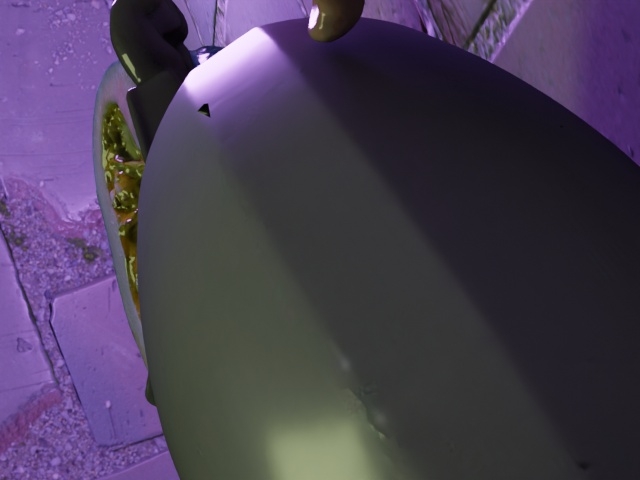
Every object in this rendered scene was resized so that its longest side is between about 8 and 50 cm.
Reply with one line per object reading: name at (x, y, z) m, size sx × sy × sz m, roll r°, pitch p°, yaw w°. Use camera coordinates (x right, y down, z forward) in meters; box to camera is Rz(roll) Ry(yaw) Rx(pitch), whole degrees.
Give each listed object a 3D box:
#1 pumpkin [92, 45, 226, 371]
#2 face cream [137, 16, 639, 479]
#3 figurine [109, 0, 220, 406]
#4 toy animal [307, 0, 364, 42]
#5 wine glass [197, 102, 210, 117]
pumpkin at (-0.062, -0.028, 1.340) m, size 0.263 × 0.197 × 0.292 m, roll 129°, pitch 127°, yaw -66°
face cream at (0.077, 0.091, 0.605) m, size 0.357 × 0.219 × 0.312 m, roll 56°, pitch -178°, yaw 35°
figurine at (-0.002, 0.000, 0.938) m, size 0.285 × 0.167 × 0.342 m, roll -75°, pitch -32°, yaw -58°
toy animal at (0.023, -0.180, 0.549) m, size 0.171 × 0.171 × 0.197 m, roll -120°, pitch 11°, yaw -46°
wine glass at (0.027, -0.210, 0.122) m, size 0.309 × 0.264 × 0.096 m, roll 67°, pitch -163°, yaw 14°
